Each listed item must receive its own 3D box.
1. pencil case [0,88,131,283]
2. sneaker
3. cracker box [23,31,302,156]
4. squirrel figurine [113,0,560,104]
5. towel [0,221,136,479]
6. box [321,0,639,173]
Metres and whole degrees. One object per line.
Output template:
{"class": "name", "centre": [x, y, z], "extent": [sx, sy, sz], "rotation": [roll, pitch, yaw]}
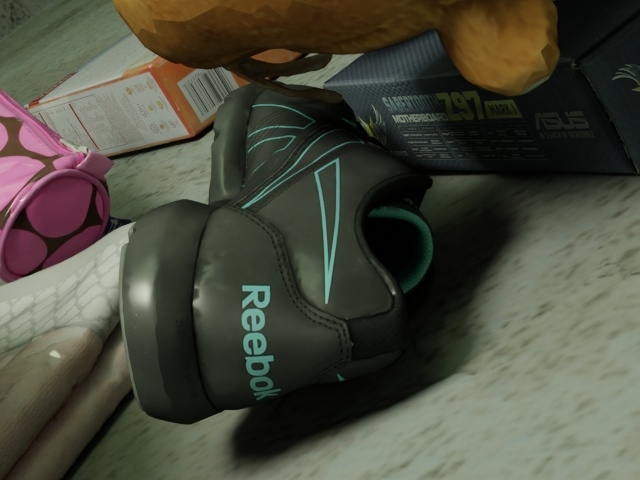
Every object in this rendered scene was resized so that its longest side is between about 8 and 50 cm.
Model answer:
{"class": "pencil case", "centre": [-0.220, -0.056, 1.057], "extent": [0.209, 0.095, 0.098], "rotation": [36, 103, 36]}
{"class": "sneaker", "centre": [0.000, 0.000, 0.675], "extent": [0.106, 0.101, 0.267], "rotation": [-5, 22, 12]}
{"class": "cracker box", "centre": [-0.117, -0.135, 1.294], "extent": [0.156, 0.067, 0.232], "rotation": [-40, 19, -28]}
{"class": "squirrel figurine", "centre": [0.070, -0.229, 0.657], "extent": [0.397, 0.281, 0.370], "rotation": [-24, 23, 30]}
{"class": "towel", "centre": [-0.242, 0.127, 0.780], "extent": [0.332, 0.053, 0.317], "rotation": [-23, 19, 33]}
{"class": "box", "centre": [0.128, -0.104, 0.754], "extent": [0.183, 0.059, 0.233], "rotation": [-38, 17, -18]}
